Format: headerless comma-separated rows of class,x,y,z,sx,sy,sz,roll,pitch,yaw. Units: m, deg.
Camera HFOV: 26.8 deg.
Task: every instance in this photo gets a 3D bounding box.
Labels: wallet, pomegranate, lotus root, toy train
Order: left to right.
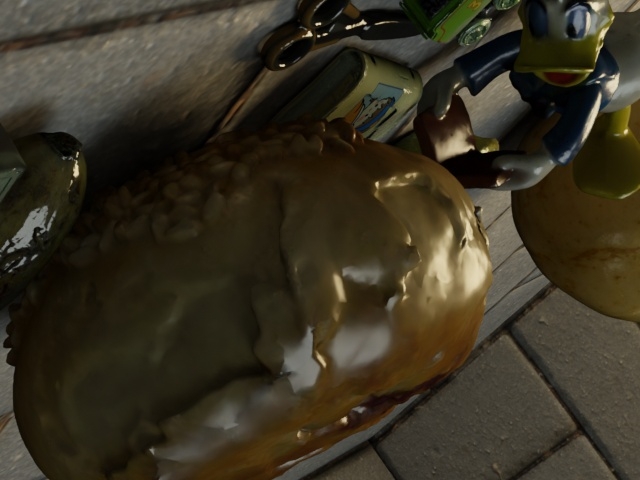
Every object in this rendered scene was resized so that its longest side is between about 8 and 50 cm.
lotus root,-0.217,-0.002,0.877,0.179,0.081,0.089,-41,167,23
wallet,0.027,-0.115,1.180,0.110,0.039,0.155,-42,165,18
toy train,0.148,-0.231,1.041,0.202,0.060,0.081,-44,159,25
pomegranate,0.422,-0.054,1.714,0.342,0.342,0.342,-34,166,-9

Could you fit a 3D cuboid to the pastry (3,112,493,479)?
pastry,-0.063,0.057,1.084,0.409,0.245,0.409,-27,165,-8

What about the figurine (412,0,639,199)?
figurine,0.199,-0.169,1.245,0.283,0.204,0.338,-31,153,-13

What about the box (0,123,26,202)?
box,-0.220,-0.044,0.766,0.084,0.063,0.060,-17,158,-52

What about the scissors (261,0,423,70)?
scissors,0.034,-0.170,1.063,0.088,0.017,0.220,-47,163,29

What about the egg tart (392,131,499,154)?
egg tart,0.109,-0.063,1.481,0.197,0.078,0.197,-35,169,-8
